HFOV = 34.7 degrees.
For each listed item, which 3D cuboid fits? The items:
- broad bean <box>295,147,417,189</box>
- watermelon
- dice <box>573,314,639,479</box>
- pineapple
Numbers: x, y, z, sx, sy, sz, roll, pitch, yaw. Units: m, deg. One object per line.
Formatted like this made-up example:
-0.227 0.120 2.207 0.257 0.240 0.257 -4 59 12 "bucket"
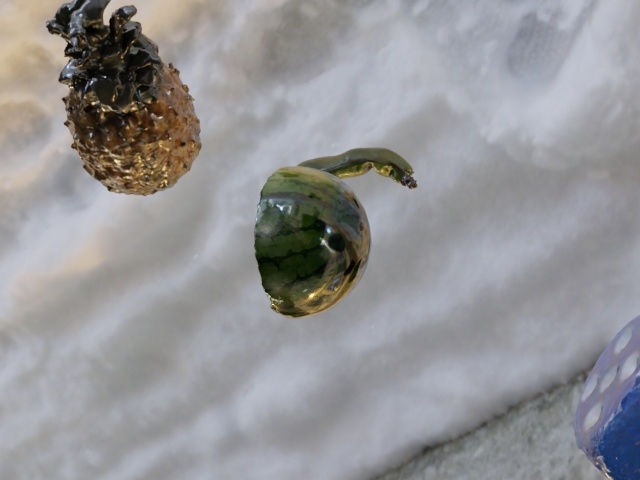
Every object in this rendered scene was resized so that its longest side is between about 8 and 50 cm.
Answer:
0.030 -0.093 1.356 0.195 0.061 0.046 -2 154 8 "broad bean"
0.000 0.000 0.682 0.062 0.105 0.105 -3 123 30 "watermelon"
0.332 0.161 0.959 0.146 0.143 0.146 30 112 2 "dice"
-0.148 -0.115 0.753 0.108 0.108 0.197 13 154 12 "pineapple"
